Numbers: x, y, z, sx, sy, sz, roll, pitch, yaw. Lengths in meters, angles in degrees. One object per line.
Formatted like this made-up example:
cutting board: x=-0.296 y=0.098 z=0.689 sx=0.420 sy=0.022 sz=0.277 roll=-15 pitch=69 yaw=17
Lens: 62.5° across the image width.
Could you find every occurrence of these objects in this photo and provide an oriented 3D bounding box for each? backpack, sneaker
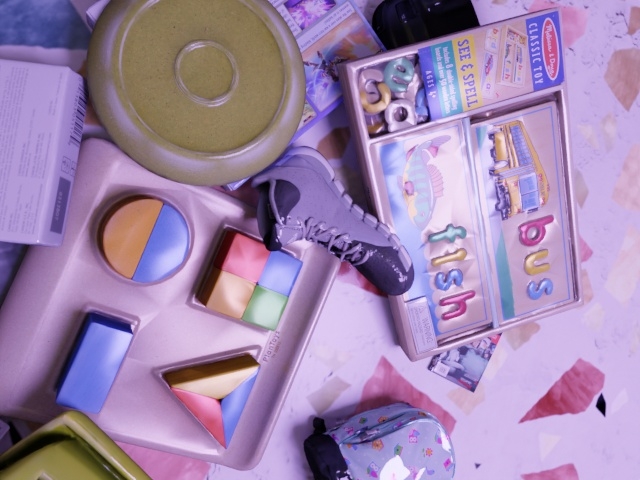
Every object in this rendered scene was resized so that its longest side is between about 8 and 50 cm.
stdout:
backpack: x=0.085 y=0.296 z=0.704 sx=0.182 sy=0.115 sz=0.151 roll=-18 pitch=97 yaw=-20
sneaker: x=0.000 y=0.000 z=0.631 sx=0.228 sy=0.086 sz=0.132 roll=48 pitch=50 yaw=7

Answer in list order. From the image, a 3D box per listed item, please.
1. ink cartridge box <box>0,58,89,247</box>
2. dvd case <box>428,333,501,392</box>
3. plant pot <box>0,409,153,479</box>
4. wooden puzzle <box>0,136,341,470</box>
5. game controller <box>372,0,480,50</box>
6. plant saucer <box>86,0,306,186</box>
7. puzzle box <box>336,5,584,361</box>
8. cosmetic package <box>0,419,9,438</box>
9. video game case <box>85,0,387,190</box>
ink cartridge box: x=-0.377 y=-0.099 z=0.548 sx=0.233 sy=0.066 sz=0.188 roll=6 pitch=84 yaw=3
dvd case: x=0.223 y=0.159 z=0.795 sx=0.087 sy=0.013 sz=0.119 roll=29 pitch=83 yaw=-19
plant pot: x=-0.273 y=0.318 z=0.504 sx=0.228 sy=0.207 sz=0.227 roll=-35 pitch=103 yaw=17
wooden puzzle: x=-0.173 y=0.091 z=0.617 sx=0.348 sy=0.080 sz=0.322 roll=24 pitch=86 yaw=-19
game controller: x=0.190 y=-0.199 z=0.743 sx=0.167 sy=0.067 sz=0.319 roll=-31 pitch=104 yaw=-30
plant saucer: x=-0.126 y=-0.180 z=0.574 sx=0.241 sy=0.037 sz=0.240 roll=-1 pitch=94 yaw=-18
puzzle box: x=0.199 y=-0.059 z=0.690 sx=0.272 sy=0.052 sz=0.408 roll=-18 pitch=110 yaw=-6
cosmetic package: x=-0.447 y=0.157 z=0.520 sx=0.099 sy=0.060 sz=0.239 roll=-39 pitch=106 yaw=16
video game case: x=-0.085 y=-0.236 z=0.635 sx=0.269 sy=0.061 sz=0.244 roll=-41 pitch=104 yaw=-12
